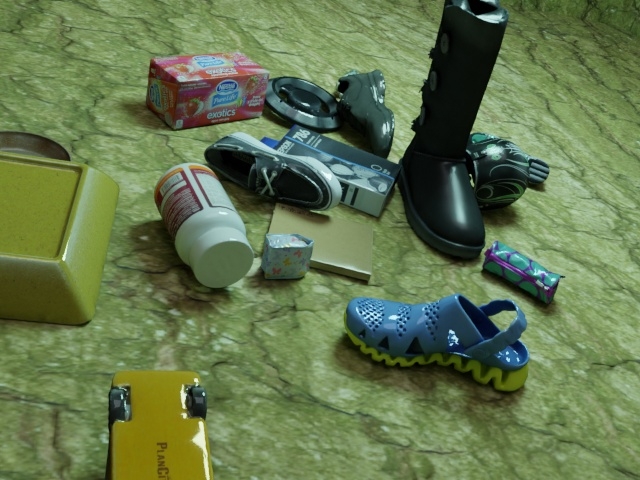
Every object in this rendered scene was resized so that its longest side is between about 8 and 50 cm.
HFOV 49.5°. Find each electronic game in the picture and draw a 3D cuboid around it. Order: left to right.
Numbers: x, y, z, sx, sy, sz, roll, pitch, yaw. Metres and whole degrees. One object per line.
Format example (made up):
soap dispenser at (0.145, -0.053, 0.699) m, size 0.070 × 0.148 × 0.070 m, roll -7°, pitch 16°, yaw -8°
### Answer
electronic game at (-0.043, -0.349, 1.772) m, size 0.229 × 0.048 × 0.229 m, roll 17°, pitch 36°, yaw -13°

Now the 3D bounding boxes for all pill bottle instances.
pill bottle at (-0.199, -0.027, 1.181) m, size 0.121 × 0.121 × 0.221 m, roll -5°, pitch 40°, yaw -28°

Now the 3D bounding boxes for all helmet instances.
helmet at (0.393, -0.150, 1.574) m, size 0.162 × 0.169 × 0.169 m, roll -6°, pitch 39°, yaw -16°

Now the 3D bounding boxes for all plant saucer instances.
plant saucer at (-0.497, -0.035, 1.069) m, size 0.333 × 0.081 × 0.332 m, roll 7°, pitch 42°, yaw -13°
plant saucer at (-0.558, -0.137, 1.263) m, size 0.199 × 0.036 × 0.198 m, roll 12°, pitch 34°, yaw -8°

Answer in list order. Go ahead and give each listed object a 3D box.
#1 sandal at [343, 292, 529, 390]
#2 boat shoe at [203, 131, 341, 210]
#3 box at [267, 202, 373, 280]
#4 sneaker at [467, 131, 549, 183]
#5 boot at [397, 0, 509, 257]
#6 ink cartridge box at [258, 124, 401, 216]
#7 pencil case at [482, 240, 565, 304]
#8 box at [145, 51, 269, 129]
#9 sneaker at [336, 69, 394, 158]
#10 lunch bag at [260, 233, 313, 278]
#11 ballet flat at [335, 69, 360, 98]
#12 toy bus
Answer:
sandal at (0.195, 0.134, 1.107) m, size 0.317 × 0.138 × 0.126 m, roll 11°, pitch 36°, yaw -5°
boat shoe at (-0.102, -0.131, 1.386) m, size 0.301 × 0.108 × 0.102 m, roll 29°, pitch 36°, yaw 23°
box at (0.000, 0.000, 1.316) m, size 0.201 × 0.021 × 0.164 m, roll 14°, pitch 34°, yaw -4°
sneaker at (0.479, -0.209, 1.790) m, size 0.224 × 0.083 × 0.098 m, roll 30°, pitch 15°, yaw 12°
boot at (0.290, -0.242, 1.403) m, size 0.146 × 0.445 × 0.367 m, roll 2°, pitch 36°, yaw -20°
ink cartridge box at (0.001, -0.167, 1.521) m, size 0.333 × 0.065 × 0.165 m, roll 20°, pitch 35°, yaw 7°
pencil case at (0.393, 0.061, 1.356) m, size 0.152 × 0.064 × 0.070 m, roll 31°, pitch 11°, yaw 21°
box at (-0.262, -0.355, 1.621) m, size 0.257 × 0.122 × 0.128 m, roll -18°, pitch 46°, yaw -40°
sneaker at (0.108, -0.308, 1.719) m, size 0.130 × 0.109 × 0.286 m, roll -4°, pitch 50°, yaw -8°
lunch bag at (-0.057, 0.027, 1.209) m, size 0.083 × 0.071 × 0.053 m, roll 0°, pitch 34°, yaw -18°
ballet flat at (0.085, -0.401, 1.885) m, size 0.079 × 0.077 × 0.221 m, roll -1°, pitch 42°, yaw -18°
toy bus at (-0.168, 0.293, 0.727) m, size 0.108 × 0.130 × 0.332 m, roll 2°, pitch 36°, yaw -19°
